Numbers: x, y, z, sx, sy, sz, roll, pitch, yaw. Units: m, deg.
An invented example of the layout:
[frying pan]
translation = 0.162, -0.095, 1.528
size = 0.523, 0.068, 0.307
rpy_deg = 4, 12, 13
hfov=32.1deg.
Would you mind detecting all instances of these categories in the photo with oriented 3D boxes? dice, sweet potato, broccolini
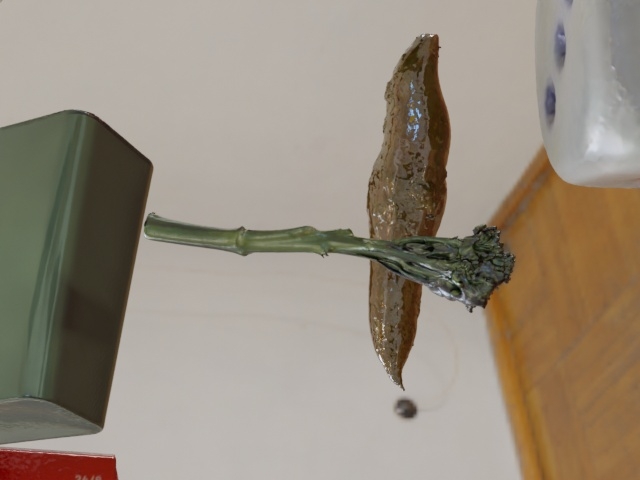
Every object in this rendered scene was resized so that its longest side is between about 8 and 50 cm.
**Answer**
[dice]
translation = 0.256, -0.135, 0.756
size = 0.193, 0.194, 0.191
rpy_deg = 42, -132, -89
[sweet potato]
translation = 0.067, -0.023, 0.853
size = 0.067, 0.067, 0.273
rpy_deg = -159, 73, -74
[broccolini]
translation = 0.000, -0.001, 0.621
size = 0.042, 0.218, 0.044
rpy_deg = 49, -127, -69

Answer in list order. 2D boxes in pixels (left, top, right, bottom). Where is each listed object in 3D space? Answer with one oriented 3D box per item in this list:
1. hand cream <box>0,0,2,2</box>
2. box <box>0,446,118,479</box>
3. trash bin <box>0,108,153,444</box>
[hand cream]
translation = -0.393, -0.169, 1.037
size = 0.109, 0.067, 0.320
rpy_deg = 26, 74, 46
[box]
translation = -0.313, 0.234, 1.022
size = 0.123, 0.230, 0.050
rpy_deg = -49, 41, 44
[trash bin]
translation = -0.338, 0.045, 1.267
size = 0.158, 0.223, 0.343
rpy_deg = 46, -139, -51
